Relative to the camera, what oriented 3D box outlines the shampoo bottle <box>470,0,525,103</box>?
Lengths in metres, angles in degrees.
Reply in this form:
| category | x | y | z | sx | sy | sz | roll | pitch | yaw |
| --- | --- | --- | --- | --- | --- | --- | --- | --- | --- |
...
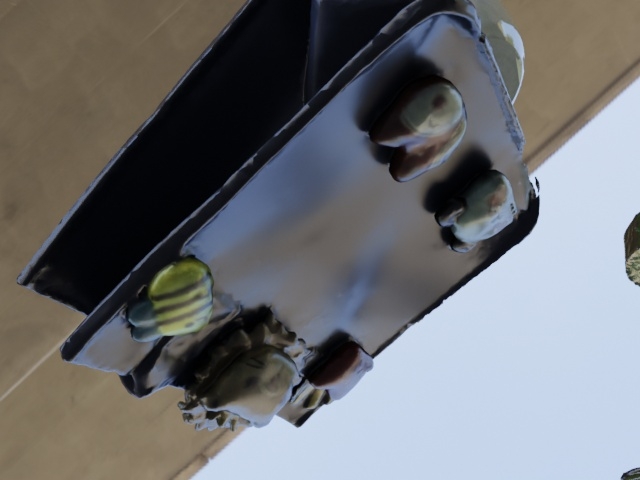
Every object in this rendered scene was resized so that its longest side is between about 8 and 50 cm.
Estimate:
| category | x | y | z | sx | sy | sz | roll | pitch | yaw |
| --- | --- | --- | --- | --- | --- | --- | --- | --- | --- |
| shampoo bottle | 0.155 | -0.292 | 1.125 | 0.322 | 0.317 | 0.322 | -25 | -36 | -19 |

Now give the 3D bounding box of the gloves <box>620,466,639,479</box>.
| category | x | y | z | sx | sy | sz | roll | pitch | yaw |
| --- | --- | --- | --- | --- | --- | --- | --- | --- | --- |
| gloves | 0.400 | 0.380 | 0.801 | 0.135 | 0.268 | 0.107 | 13 | -67 | 12 |

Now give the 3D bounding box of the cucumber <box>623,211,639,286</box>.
| category | x | y | z | sx | sy | sz | roll | pitch | yaw |
| --- | --- | --- | --- | --- | --- | --- | --- | --- | --- |
| cucumber | 0.730 | 0.013 | 1.436 | 0.191 | 0.130 | 0.191 | 11 | -50 | 13 |

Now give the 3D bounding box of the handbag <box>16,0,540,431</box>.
| category | x | y | z | sx | sy | sz | roll | pitch | yaw |
| --- | --- | --- | --- | --- | --- | --- | --- | --- | --- |
| handbag | 0.000 | 0.000 | 0.500 | 0.329 | 0.122 | 0.303 | -47 | -35 | 1 |
